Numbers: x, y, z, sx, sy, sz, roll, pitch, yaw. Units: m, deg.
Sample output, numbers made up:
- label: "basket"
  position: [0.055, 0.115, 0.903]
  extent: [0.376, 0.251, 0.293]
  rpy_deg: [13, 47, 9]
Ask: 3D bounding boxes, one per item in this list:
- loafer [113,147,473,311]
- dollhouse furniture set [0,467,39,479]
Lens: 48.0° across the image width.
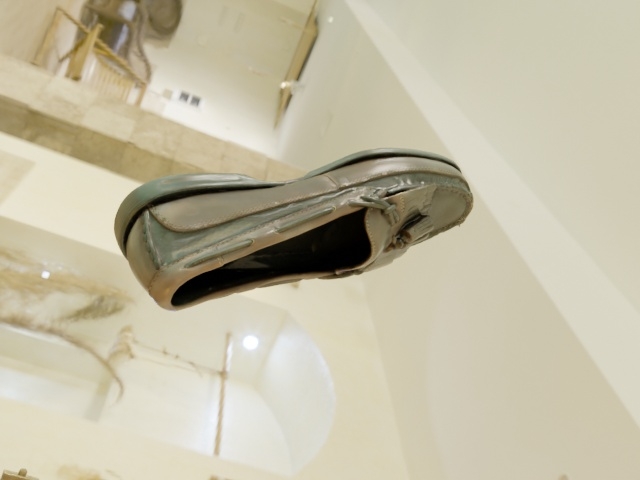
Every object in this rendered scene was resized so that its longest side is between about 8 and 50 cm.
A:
- label: "loafer"
  position: [0.000, 0.000, 0.498]
  extent: [0.084, 0.267, 0.096]
  rpy_deg: [58, -33, 41]
- label: "dollhouse furniture set"
  position: [-0.242, 0.199, 0.603]
  extent: [0.144, 0.151, 0.123]
  rpy_deg: [-15, -125, 69]
